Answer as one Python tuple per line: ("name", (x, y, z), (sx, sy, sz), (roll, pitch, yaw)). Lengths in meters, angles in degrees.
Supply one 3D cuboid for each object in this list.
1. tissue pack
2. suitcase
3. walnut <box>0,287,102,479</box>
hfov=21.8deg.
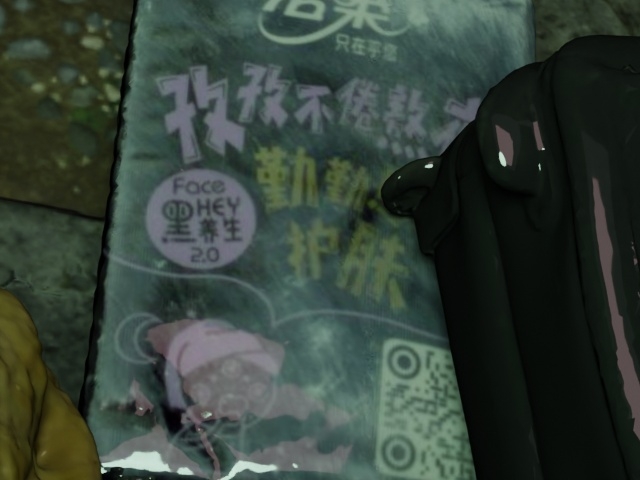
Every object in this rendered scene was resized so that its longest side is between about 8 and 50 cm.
("tissue pack", (0.000, 0.000, 0.964), (0.259, 0.122, 0.361), (8, 62, -11))
("suitcase", (0.228, 0.075, 0.850), (0.339, 0.188, 0.345), (1, 64, -25))
("walnut", (-0.226, 0.117, 0.777), (0.257, 0.224, 0.257), (1, 36, -1))
